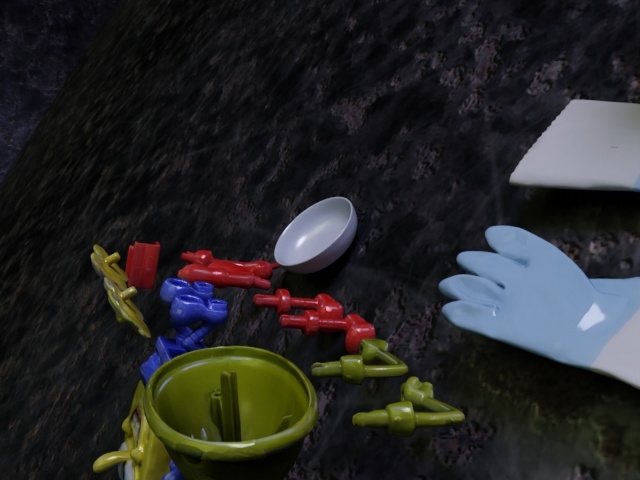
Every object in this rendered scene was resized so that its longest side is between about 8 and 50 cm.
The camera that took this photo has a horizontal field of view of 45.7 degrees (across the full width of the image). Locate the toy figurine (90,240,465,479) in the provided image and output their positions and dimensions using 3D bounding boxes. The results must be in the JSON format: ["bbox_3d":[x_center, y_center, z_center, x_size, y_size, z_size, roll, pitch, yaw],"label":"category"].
[{"bbox_3d":[-0.072,0.150,0.556,0.362,0.191,0.217,-147,66,-63],"label":"toy figurine"}]

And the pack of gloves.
[{"bbox_3d":[0.188,0.003,0.421,0.195,0.046,0.232,-48,31,-16],"label":"pack of gloves"}]

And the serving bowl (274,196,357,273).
[{"bbox_3d":[0.000,0.000,0.671,0.083,0.027,0.083,-29,30,18],"label":"serving bowl"}]
